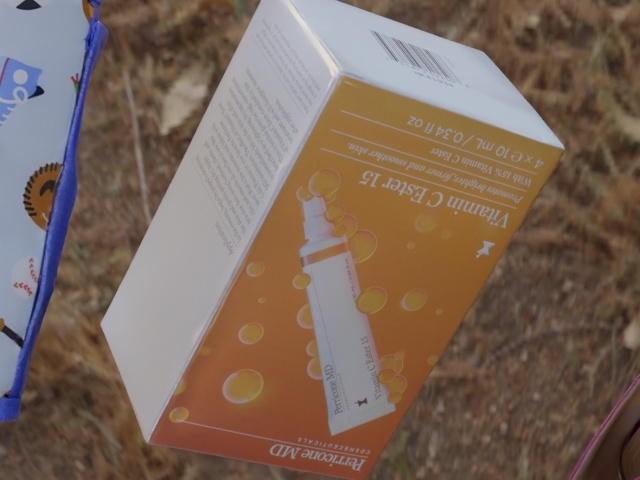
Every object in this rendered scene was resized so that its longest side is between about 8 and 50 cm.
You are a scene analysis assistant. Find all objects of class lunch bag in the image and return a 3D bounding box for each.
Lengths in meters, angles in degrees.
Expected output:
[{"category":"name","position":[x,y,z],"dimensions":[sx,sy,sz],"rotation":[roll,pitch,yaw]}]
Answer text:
[{"category":"lunch bag","position":[-0.359,-0.062,1.137],"dimensions":[0.385,0.239,0.328],"rotation":[11,86,9]}]

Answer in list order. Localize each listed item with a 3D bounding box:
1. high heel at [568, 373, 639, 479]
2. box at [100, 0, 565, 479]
[{"category":"high heel","position":[0.338,0.097,1.373],"dimensions":[0.181,0.377,0.127],"rotation":[-10,41,-34]},{"category":"box","position":[0.000,0.000,1.323],"dimensions":[0.215,0.345,0.168],"rotation":[14,27,-30]}]
